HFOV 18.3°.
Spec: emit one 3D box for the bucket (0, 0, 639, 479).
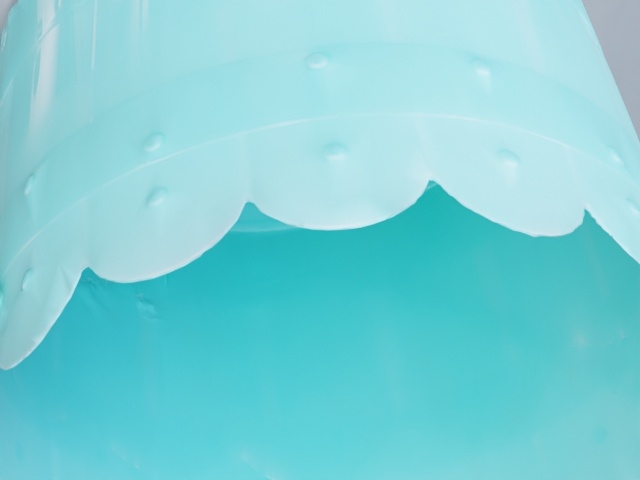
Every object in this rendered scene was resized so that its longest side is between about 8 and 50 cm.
[{"bbox_3d":[0.000,0.000,0.757,0.281,0.281,0.183,77,3,-55],"label":"bucket"}]
